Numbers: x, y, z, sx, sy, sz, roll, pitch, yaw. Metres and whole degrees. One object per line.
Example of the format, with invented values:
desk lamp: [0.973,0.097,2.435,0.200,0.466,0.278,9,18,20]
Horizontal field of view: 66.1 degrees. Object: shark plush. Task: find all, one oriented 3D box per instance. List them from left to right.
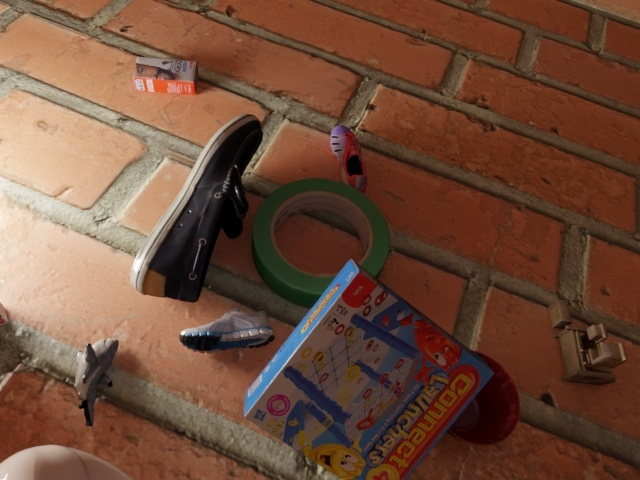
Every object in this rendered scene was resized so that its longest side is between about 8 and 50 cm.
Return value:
shark plush: [-0.425,0.263,0.934,0.067,0.073,0.161,17,45,-35]

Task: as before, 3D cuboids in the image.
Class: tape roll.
tape roll: [0.000,0.000,1.155,0.321,0.077,0.321,4,56,-6]

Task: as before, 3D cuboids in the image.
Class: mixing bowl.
mixing bowl: [0.289,0.320,0.979,0.181,0.098,0.181,4,57,-6]

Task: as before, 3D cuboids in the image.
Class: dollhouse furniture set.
dollhouse furniture set: [0.599,0.199,1.068,0.101,0.161,0.182,8,57,-4]

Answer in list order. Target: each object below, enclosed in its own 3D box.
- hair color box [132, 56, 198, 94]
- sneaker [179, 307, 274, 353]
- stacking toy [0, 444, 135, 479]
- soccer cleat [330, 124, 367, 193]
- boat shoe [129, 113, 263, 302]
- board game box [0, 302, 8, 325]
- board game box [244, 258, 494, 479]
hair color box: [-0.440,-0.471,1.405,0.167,0.053,0.093,1,58,-7]
sneaker: [-0.195,0.181,1.019,0.190,0.071,0.083,0,51,-19]
stacking toy: [-0.427,0.561,0.643,0.350,0.350,0.480,38,79,15]
soccer cleat: [0.079,-0.226,1.302,0.083,0.095,0.248,-2,58,-10]
boat shoe: [-0.235,-0.078,1.113,0.156,0.187,0.500,24,62,1]
board game box: [-0.754,0.158,0.864,0.305,0.193,0.053,-26,64,-23]
board game box: [0.080,0.246,0.847,0.302,0.086,0.308,37,94,-11]
